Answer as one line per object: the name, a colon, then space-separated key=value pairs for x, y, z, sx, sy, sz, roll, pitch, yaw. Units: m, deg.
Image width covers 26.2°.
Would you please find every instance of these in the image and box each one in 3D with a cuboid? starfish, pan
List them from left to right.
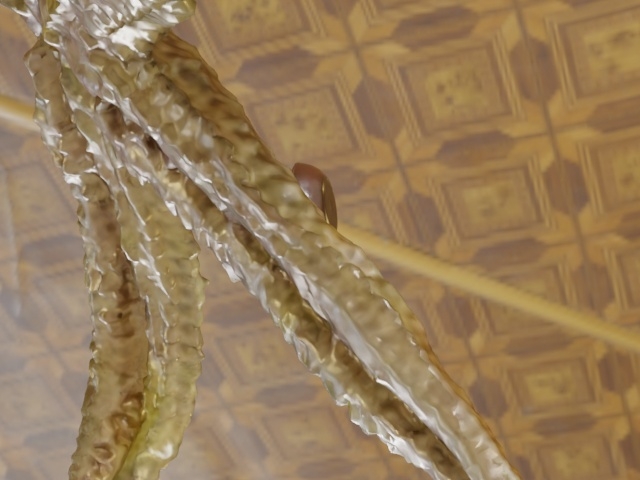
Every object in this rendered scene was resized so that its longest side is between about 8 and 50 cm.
starfish: x=-0.100 y=-0.048 z=0.446 sx=0.132 sy=0.384 sz=0.398 roll=-25 pitch=114 yaw=-21
pan: x=0.001 y=0.000 z=0.966 sx=0.023 sy=0.068 sz=0.115 roll=-6 pitch=110 yaw=11
